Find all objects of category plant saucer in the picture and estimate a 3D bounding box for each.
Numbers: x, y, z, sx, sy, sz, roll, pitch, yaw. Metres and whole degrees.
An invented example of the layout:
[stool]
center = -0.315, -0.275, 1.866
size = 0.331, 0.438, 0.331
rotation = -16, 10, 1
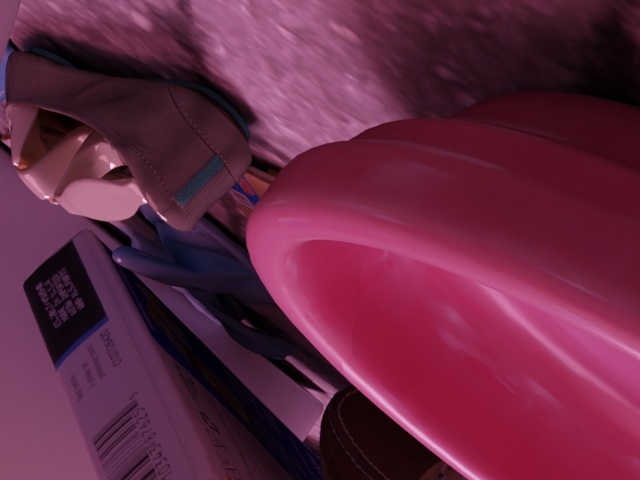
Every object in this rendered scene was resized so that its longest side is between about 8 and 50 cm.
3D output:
[plant saucer]
center = 0.132, 0.058, 0.629
size = 0.332, 0.084, 0.332
rotation = 33, 166, 9

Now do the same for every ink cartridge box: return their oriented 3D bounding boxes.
[ink cartridge box]
center = -0.028, 0.164, 1.105
size = 0.307, 0.072, 0.303
rotation = 49, -179, -30

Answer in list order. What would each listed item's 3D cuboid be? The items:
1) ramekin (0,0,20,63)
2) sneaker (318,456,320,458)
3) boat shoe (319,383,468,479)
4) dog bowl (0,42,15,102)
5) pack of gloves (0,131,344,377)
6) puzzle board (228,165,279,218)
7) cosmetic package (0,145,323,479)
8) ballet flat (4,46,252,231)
[ramekin]
center = -0.220, -0.051, 0.711
size = 0.135, 0.277, 0.277
rotation = 27, 167, -1
[sneaker]
center = 0.004, 0.215, 1.515
size = 0.270, 0.090, 0.145
rotation = 27, 165, 17
[boat shoe]
center = 0.115, 0.147, 0.982
size = 0.324, 0.123, 0.116
rotation = 34, 137, 42
[dog bowl]
center = -0.276, -0.114, 1.042
size = 0.166, 0.074, 0.297
rotation = 42, 166, -31
[pack of gloves]
center = -0.081, 0.027, 1.137
size = 0.232, 0.046, 0.195
rotation = 41, 165, -27
[puzzle board]
center = 0.000, 0.000, 0.912
size = 0.096, 0.011, 0.128
rotation = 28, 165, 33
[cosmetic package]
center = -0.281, 0.134, 1.380
size = 0.327, 0.329, 0.394
rotation = 40, 167, -24
[ballet flat]
center = -0.109, -0.046, 0.885
size = 0.072, 0.068, 0.213
rotation = 46, 163, -30
